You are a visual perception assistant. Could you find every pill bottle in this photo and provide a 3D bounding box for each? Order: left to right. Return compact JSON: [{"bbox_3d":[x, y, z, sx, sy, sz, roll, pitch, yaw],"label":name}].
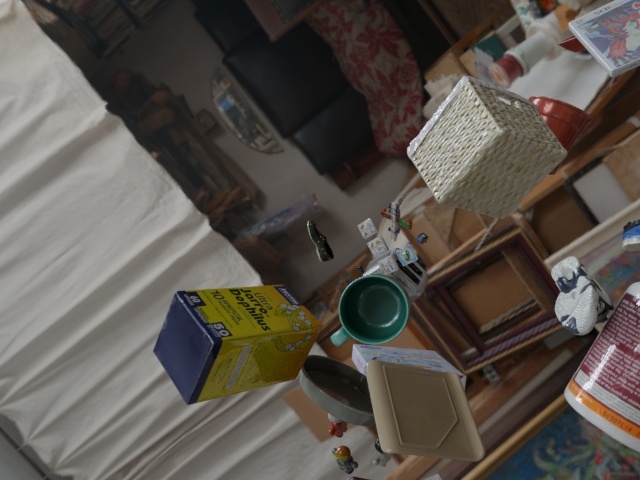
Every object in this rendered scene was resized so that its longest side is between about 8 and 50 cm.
[{"bbox_3d":[0.717,0.228,1.112,0.224,0.392,0.224,25,-169,-5],"label":"pill bottle"}]

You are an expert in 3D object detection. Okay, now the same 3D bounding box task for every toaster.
[{"bbox_3d":[0.248,0.122,1.761,0.227,0.129,0.146,43,133,-8],"label":"toaster"}]

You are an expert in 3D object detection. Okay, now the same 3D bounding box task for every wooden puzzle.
[{"bbox_3d":[0.224,0.377,1.167,0.238,0.044,0.221,11,-141,-17],"label":"wooden puzzle"}]

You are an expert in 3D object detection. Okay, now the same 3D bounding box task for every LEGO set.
[{"bbox_3d":[0.226,-0.012,1.574,0.182,0.060,0.244,62,149,5],"label":"LEGO set"}]

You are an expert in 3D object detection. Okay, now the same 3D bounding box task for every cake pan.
[{"bbox_3d":[0.063,0.432,1.519,0.293,0.054,0.293,26,-172,-4],"label":"cake pan"}]

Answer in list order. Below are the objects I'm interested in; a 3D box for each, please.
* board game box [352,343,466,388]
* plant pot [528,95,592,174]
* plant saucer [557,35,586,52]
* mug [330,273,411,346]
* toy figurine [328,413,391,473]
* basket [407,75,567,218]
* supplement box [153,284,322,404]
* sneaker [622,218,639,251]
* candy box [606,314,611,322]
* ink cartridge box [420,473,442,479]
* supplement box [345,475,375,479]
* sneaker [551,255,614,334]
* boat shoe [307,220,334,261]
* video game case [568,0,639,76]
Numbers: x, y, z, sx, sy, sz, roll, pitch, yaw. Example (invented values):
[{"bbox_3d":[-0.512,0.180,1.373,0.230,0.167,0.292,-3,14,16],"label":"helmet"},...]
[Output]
[{"bbox_3d":[0.290,0.438,1.820,0.318,0.066,0.318,6,-178,-6],"label":"board game box"},{"bbox_3d":[0.967,-0.441,2.269,0.272,0.265,0.272,24,-173,-3],"label":"plant pot"},{"bbox_3d":[0.836,-0.590,1.434,0.259,0.258,0.048,3,120,65],"label":"plant saucer"},{"bbox_3d":[0.095,0.130,1.012,0.097,0.157,0.130,6,-104,-76],"label":"mug"},{"bbox_3d":[0.134,0.654,1.772,0.210,0.213,0.148,-97,-3,-48],"label":"toy figurine"},{"bbox_3d":[0.516,-0.278,1.667,0.328,0.331,0.266,10,-134,-29],"label":"basket"},{"bbox_3d":[-0.206,0.252,1.358,0.356,0.195,0.194,1,-148,-47],"label":"supplement box"},{"bbox_3d":[0.837,-0.023,1.312,0.152,0.085,0.058,-9,144,39],"label":"sneaker"},{"bbox_3d":[0.991,0.284,1.632,0.186,0.109,0.053,42,-157,-7],"label":"candy box"},{"bbox_3d":[0.317,0.870,1.657,0.233,0.168,0.171,93,155,-53],"label":"ink cartridge box"},{"bbox_3d":[0.083,0.609,1.201,0.073,0.130,0.239,65,154,10],"label":"supplement box"},{"bbox_3d":[0.597,0.154,1.172,0.153,0.094,0.235,42,-153,-12],"label":"sneaker"},{"bbox_3d":[0.001,-0.001,1.536,0.133,0.042,0.049,67,-154,-15],"label":"boat shoe"},{"bbox_3d":[0.630,-0.427,1.056,0.023,0.183,0.201,50,-157,-44],"label":"video game case"}]
